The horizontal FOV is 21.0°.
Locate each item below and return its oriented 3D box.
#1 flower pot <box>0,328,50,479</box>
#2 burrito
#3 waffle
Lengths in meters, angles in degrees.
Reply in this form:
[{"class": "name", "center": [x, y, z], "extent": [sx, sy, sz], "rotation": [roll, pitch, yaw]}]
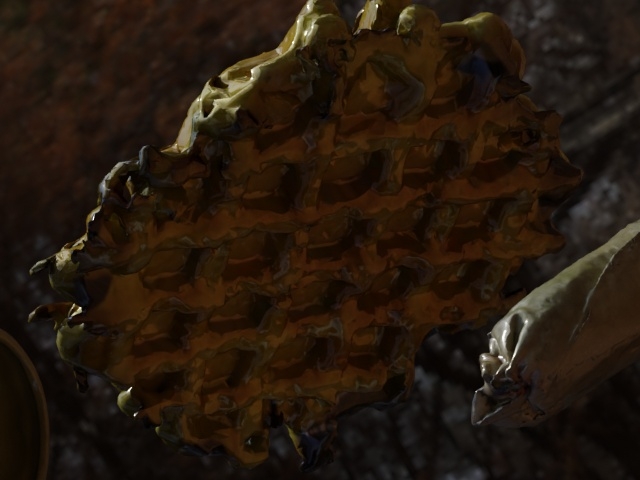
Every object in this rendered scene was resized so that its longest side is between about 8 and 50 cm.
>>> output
[{"class": "flower pot", "center": [-0.481, 0.232, 1.945], "extent": [0.307, 0.244, 0.308], "rotation": [-4, -90, -66]}, {"class": "burrito", "center": [0.127, 0.019, 0.685], "extent": [0.045, 0.188, 0.058], "rotation": [25, 138, 49]}, {"class": "waffle", "center": [0.000, 0.000, 1.204], "extent": [0.095, 0.382, 0.379], "rotation": [53, -176, 37]}]
